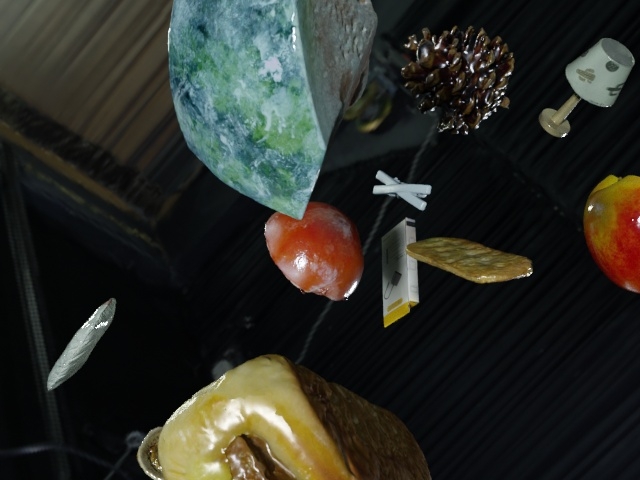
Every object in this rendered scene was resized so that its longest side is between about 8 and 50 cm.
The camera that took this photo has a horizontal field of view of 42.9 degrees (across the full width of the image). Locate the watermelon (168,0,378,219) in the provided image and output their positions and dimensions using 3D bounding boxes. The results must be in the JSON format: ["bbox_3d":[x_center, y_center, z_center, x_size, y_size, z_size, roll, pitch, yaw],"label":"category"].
[{"bbox_3d":[-0.033,-0.225,1.004,0.228,0.388,0.258,6,-169,40],"label":"watermelon"}]

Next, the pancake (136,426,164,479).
[{"bbox_3d":[-0.359,0.508,1.930,0.151,0.151,0.025,46,147,18],"label":"pancake"}]

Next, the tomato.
[{"bbox_3d":[0.000,0.000,1.579,0.199,0.112,0.228,-8,-125,-49],"label":"tomato"}]

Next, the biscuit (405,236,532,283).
[{"bbox_3d":[0.226,0.030,1.266,0.247,0.118,0.029,-155,57,-64],"label":"biscuit"}]

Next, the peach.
[{"bbox_3d":[0.377,-0.006,0.969,0.151,0.119,0.151,20,157,9],"label":"peach"}]

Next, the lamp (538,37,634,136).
[{"bbox_3d":[0.539,-0.305,1.661,0.121,0.215,0.121,15,-133,-17],"label":"lamp"}]

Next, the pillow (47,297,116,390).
[{"bbox_3d":[-0.527,0.232,1.805,0.051,0.229,0.128,36,-157,-6],"label":"pillow"}]

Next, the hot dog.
[{"bbox_3d":[0.002,0.292,0.924,0.405,0.185,0.223,38,-160,-54],"label":"hot dog"}]

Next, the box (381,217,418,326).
[{"bbox_3d":[0.194,0.081,2.002,0.033,0.129,0.247,12,-117,-22],"label":"box"}]

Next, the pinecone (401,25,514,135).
[{"bbox_3d":[0.305,-0.362,1.835,0.257,0.244,0.243,18,180,21],"label":"pinecone"}]

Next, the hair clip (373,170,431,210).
[{"bbox_3d":[0.105,-0.059,0.979,0.039,0.030,0.115,8,-170,-22],"label":"hair clip"}]
